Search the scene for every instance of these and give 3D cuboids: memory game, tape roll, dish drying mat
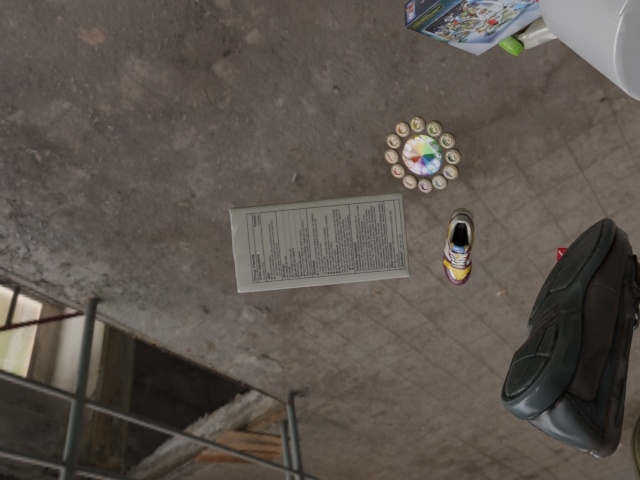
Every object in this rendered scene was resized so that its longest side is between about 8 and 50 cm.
[{"bbox_3d":[0.231,-0.194,1.302,0.186,0.012,0.186,17,127,25],"label":"memory game"},{"bbox_3d":[0.412,-0.311,0.674,0.246,0.169,0.246,-10,135,-10],"label":"tape roll"},{"bbox_3d":[0.511,0.031,1.121,0.083,0.008,0.032,2,103,16],"label":"dish drying mat"}]

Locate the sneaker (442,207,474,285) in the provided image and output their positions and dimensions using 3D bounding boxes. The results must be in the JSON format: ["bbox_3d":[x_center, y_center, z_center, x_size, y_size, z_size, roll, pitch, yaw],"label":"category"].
[{"bbox_3d":[0.307,0.024,1.275,0.070,0.084,0.185,2,110,17],"label":"sneaker"}]

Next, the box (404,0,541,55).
[{"bbox_3d":[0.258,-0.365,0.836,0.159,0.044,0.233,9,165,-29],"label":"box"}]

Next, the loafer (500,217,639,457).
[{"bbox_3d":[0.243,0.078,0.516,0.084,0.267,0.096,39,137,7],"label":"loafer"}]

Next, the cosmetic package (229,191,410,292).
[{"bbox_3d":[0.000,0.000,1.014,0.297,0.129,0.153,-4,93,1],"label":"cosmetic package"}]

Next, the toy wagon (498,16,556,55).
[{"bbox_3d":[0.397,-0.518,1.101,0.068,0.344,0.267,23,115,-37],"label":"toy wagon"}]

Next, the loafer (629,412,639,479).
[{"bbox_3d":[0.267,0.184,0.421,0.056,0.148,0.050,15,142,9],"label":"loafer"}]
